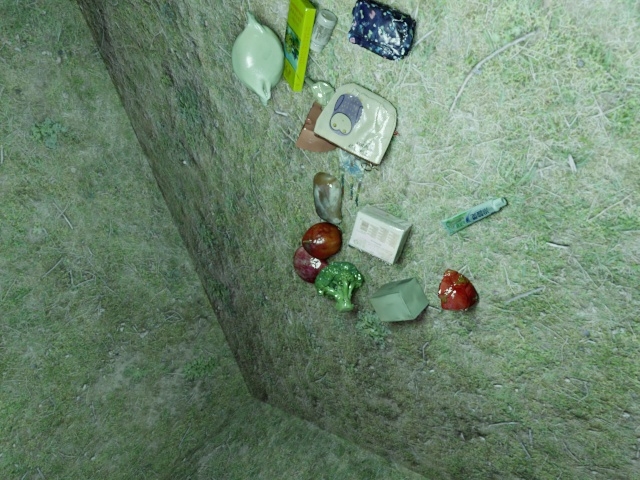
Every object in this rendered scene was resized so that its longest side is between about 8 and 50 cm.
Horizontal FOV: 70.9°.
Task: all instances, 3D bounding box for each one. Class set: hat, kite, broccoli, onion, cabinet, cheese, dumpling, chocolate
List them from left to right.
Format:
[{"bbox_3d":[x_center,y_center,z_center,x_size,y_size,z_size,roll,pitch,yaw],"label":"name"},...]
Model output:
[{"bbox_3d":[-0.249,-0.761,1.915,0.212,0.270,0.320,34,109,18],"label":"dumpling"},{"bbox_3d":[-0.043,0.152,2.467,0.284,0.120,0.226,13,130,39],"label":"onion"},{"bbox_3d":[-0.031,-0.479,1.953,0.203,0.177,0.128,48,141,9],"label":"cheese"},{"bbox_3d":[0.004,-0.632,1.909,0.166,0.081,0.122,50,-177,29],"label":"hat"},{"bbox_3d":[0.020,-0.194,2.175,0.157,0.080,0.253,26,133,38],"label":"chocolate"},{"bbox_3d":[0.103,0.240,2.293,0.270,0.270,0.269,119,143,-48],"label":"broccoli"},{"bbox_3d":[0.134,-0.306,2.046,0.169,0.015,0.309,32,136,28],"label":"kite"},{"bbox_3d":[0.368,0.285,2.121,0.206,0.145,0.150,-21,101,51],"label":"cabinet"}]

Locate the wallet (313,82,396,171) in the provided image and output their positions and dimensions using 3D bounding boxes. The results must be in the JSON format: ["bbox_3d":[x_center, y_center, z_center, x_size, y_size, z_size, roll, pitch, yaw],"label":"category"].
[{"bbox_3d":[0.146,-0.459,1.789,0.336,0.068,0.274,32,106,16],"label":"wallet"}]

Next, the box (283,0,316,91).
[{"bbox_3d":[-0.097,-0.805,1.833,0.334,0.047,0.187,105,148,-44],"label":"box"}]

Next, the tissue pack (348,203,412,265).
[{"bbox_3d":[0.261,-0.027,1.988,0.225,0.124,0.184,26,122,19],"label":"tissue pack"}]

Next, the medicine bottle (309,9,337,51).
[{"bbox_3d":[0.005,-0.816,1.756,0.079,0.079,0.140,47,141,10],"label":"medicine bottle"}]

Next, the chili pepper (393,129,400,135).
[{"bbox_3d":[0.246,-0.464,1.803,0.178,0.027,0.045,40,138,14],"label":"chili pepper"}]

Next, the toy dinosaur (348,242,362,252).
[{"bbox_3d":[0.201,-0.037,2.145,0.248,0.075,0.188,2,109,51],"label":"toy dinosaur"}]

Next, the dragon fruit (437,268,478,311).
[{"bbox_3d":[0.572,0.208,1.883,0.127,0.121,0.160,-6,108,41],"label":"dragon fruit"}]

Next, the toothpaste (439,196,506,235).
[{"bbox_3d":[0.578,-0.094,1.720,0.074,0.048,0.297,56,144,-2],"label":"toothpaste"}]

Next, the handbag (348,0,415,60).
[{"bbox_3d":[0.211,-0.734,1.580,0.260,0.113,0.161,36,131,24],"label":"handbag"}]

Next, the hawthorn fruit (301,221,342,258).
[{"bbox_3d":[0.000,0.000,2.240,0.190,0.251,0.189,3,96,29],"label":"hawthorn fruit"}]
